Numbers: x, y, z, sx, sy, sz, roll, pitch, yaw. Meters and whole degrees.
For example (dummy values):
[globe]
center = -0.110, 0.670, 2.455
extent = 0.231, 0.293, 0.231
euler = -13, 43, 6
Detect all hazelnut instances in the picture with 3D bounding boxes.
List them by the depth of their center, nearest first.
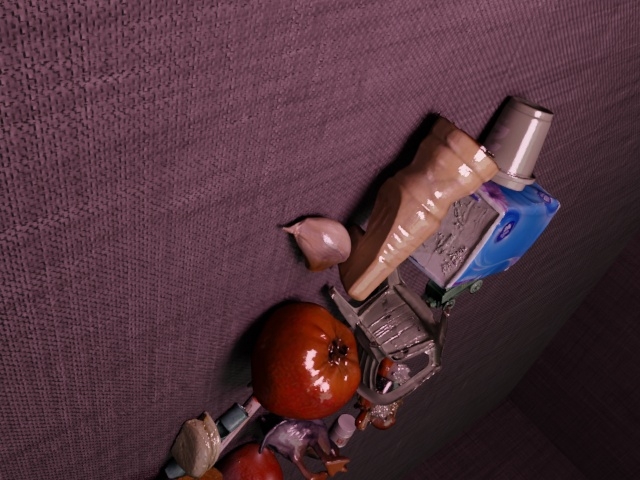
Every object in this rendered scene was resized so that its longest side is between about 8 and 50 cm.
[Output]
[hazelnut]
center = 0.188, 0.528, 2.032
extent = 0.086, 0.086, 0.086
euler = -33, 152, -20

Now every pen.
[pen]
center = -0.186, 0.390, 1.357
extent = 0.239, 0.028, 0.028
euler = -51, 153, 15

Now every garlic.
[garlic]
center = 0.006, 0.004, 1.005
extent = 0.084, 0.066, 0.152
euler = -37, 155, -7

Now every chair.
[chair]
center = 0.117, 0.170, 1.264
extent = 0.191, 0.203, 0.274
euler = -33, 147, -10

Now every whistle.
[whistle]
center = -0.219, 0.387, 1.297
extent = 0.186, 0.039, 0.039
euler = -40, 154, -4

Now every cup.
[cup]
center = 0.337, -0.168, 1.162
extent = 0.120, 0.120, 0.141
euler = -8, 129, -50

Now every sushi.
[sushi]
center = 0.158, 0.370, 1.660
extent = 0.226, 0.103, 0.097
euler = -59, 139, -8

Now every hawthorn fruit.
[hawthorn fruit]
center = -0.047, 0.216, 1.143
extent = 0.226, 0.196, 0.197
euler = -31, 164, 36

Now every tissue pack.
[tissue pack]
center = 0.308, -0.028, 1.287
extent = 0.264, 0.146, 0.198
euler = -6, 135, -50

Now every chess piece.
[chess piece]
center = 0.131, -0.042, 1.039
extent = 0.301, 0.137, 0.137
euler = -48, 153, 9

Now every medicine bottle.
[medicine bottle]
center = 0.061, 0.529, 1.870
extent = 0.057, 0.057, 0.089
euler = -18, 144, -40

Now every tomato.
[tomato]
center = -0.160, 0.529, 1.473
extent = 0.167, 0.167, 0.167
euler = -33, 152, -20

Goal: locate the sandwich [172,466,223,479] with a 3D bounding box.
[sandwich]
center = -0.339, 0.555, 1.267
extent = 0.289, 0.099, 0.254
euler = -5, 136, -47

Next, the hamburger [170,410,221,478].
[hamburger]
center = -0.224, 0.384, 1.232
extent = 0.054, 0.084, 0.121
euler = -6, 138, -53

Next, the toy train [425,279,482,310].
[toy train]
center = 0.319, 0.097, 1.579
extent = 0.172, 0.070, 0.099
euler = -30, 144, -23

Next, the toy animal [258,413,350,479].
[toy animal]
center = -0.036, 0.451, 1.499
extent = 0.122, 0.185, 0.298
euler = -48, 129, 10
